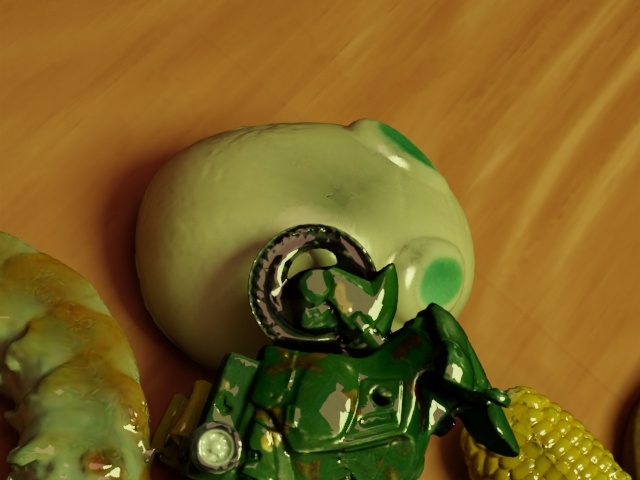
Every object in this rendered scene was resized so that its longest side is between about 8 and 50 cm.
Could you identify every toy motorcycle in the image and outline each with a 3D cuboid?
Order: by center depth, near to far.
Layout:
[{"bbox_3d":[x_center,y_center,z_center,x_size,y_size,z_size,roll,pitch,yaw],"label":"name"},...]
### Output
[{"bbox_3d":[0.010,0.139,1.149,0.187,0.125,0.275,23,80,-5],"label":"toy motorcycle"}]

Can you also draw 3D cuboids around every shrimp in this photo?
[{"bbox_3d":[-0.209,0.063,1.141,0.287,0.068,0.185,29,44,-10],"label":"shrimp"}]

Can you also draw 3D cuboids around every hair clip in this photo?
[{"bbox_3d":[-0.018,0.147,1.226,0.173,0.046,0.072,34,56,-12],"label":"hair clip"}]

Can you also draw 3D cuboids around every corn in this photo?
[{"bbox_3d":[0.201,0.223,1.276,0.102,0.102,0.313,-28,81,-38],"label":"corn"}]

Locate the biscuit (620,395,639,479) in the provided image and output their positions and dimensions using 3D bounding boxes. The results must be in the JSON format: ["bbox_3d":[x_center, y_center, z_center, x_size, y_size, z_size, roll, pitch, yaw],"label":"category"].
[{"bbox_3d":[0.381,0.188,1.427,0.367,0.063,0.314,-24,77,-38],"label":"biscuit"}]

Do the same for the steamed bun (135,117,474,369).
[{"bbox_3d":[0.000,0.000,1.264,0.228,0.131,0.177,6,59,-26],"label":"steamed bun"}]
